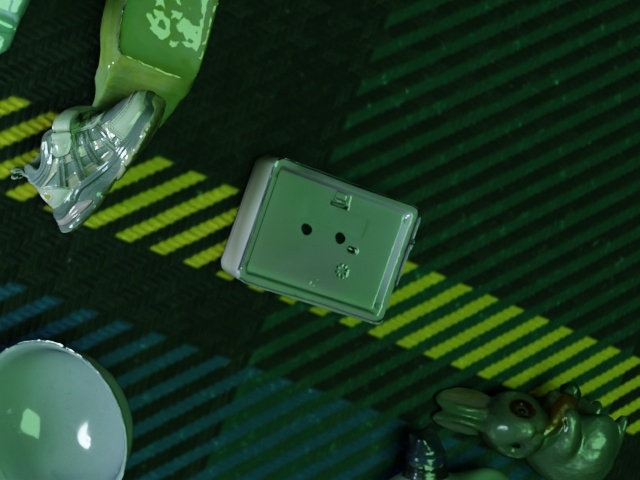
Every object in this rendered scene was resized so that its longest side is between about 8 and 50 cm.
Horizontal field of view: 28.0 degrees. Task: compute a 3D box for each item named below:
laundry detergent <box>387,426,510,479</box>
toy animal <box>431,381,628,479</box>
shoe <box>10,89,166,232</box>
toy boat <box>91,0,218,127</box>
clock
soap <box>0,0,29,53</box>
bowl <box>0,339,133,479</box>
[{"bbox_3d":[0.143,0.362,1.550,0.214,0.105,0.281,-3,99,-24],"label":"laundry detergent"},{"bbox_3d":[0.261,0.239,1.579,0.236,0.108,0.138,4,98,-24],"label":"toy animal"},{"bbox_3d":[-0.234,-0.096,1.298,0.092,0.089,0.180,39,113,-9],"label":"shoe"},{"bbox_3d":[-0.162,-0.246,1.317,0.111,0.084,0.276,15,92,-24],"label":"toy boat"},{"bbox_3d":[0.000,0.000,1.439,0.192,0.071,0.147,18,91,-26],"label":"clock"},{"bbox_3d":[-0.401,-0.298,1.192,0.289,0.095,0.173,24,89,-26],"label":"soap"},{"bbox_3d":[-0.258,0.184,1.329,0.086,0.189,0.189,-23,114,-64],"label":"bowl"}]
